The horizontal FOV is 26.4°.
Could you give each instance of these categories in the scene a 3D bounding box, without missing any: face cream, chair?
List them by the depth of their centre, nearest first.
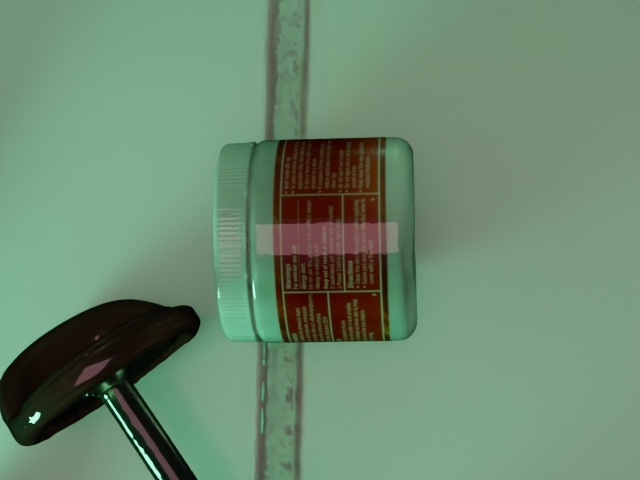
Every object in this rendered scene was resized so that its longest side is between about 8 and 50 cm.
[{"bbox_3d":[-0.145,0.227,1.325,0.226,0.226,0.401,-36,83,0],"label":"chair"},{"bbox_3d":[0.000,0.000,1.345,0.187,0.201,0.201,-2,86,4],"label":"face cream"}]
